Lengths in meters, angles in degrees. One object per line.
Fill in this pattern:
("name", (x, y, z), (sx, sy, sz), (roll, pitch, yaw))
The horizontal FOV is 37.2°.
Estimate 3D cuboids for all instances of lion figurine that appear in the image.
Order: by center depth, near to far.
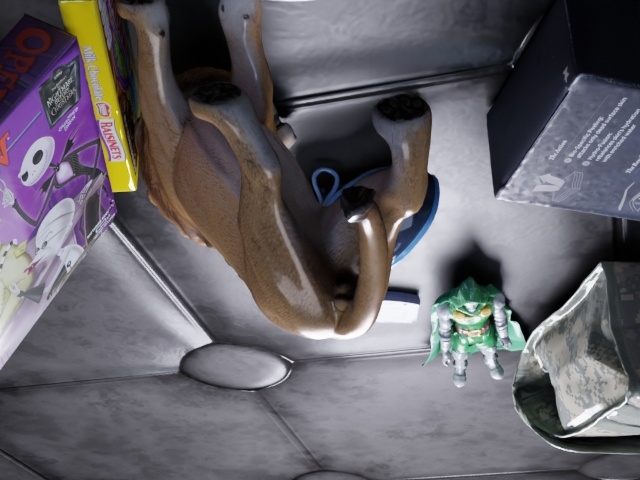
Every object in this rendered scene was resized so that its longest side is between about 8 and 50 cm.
("lion figurine", (-0.041, -0.032, 0.655), (0.142, 0.392, 0.240), (-14, 126, -13))

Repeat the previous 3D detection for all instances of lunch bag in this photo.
("lunch bag", (0.370, 0.147, 1.058), (0.235, 0.169, 0.287), (1, 153, -10))

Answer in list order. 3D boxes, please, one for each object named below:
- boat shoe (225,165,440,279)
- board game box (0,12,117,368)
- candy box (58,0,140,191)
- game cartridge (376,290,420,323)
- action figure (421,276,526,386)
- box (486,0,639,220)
("boat shoe", (0.000, 0.000, 0.903), (0.089, 0.109, 0.258), (28, 138, -30))
("board game box", (-0.251, 0.046, 0.601), (0.056, 0.347, 0.208), (23, 151, 14))
("candy box", (-0.156, -0.136, 0.693), (0.027, 0.105, 0.206), (-4, 149, -5))
("game cartridge", (0.073, 0.077, 1.103), (0.083, 0.017, 0.056), (2, 151, 0))
("action figure", (0.175, 0.103, 1.093), (0.137, 0.064, 0.232), (-14, 149, 5))
("box", (0.233, -0.099, 0.742), (0.158, 0.093, 0.156), (8, 148, -11))
